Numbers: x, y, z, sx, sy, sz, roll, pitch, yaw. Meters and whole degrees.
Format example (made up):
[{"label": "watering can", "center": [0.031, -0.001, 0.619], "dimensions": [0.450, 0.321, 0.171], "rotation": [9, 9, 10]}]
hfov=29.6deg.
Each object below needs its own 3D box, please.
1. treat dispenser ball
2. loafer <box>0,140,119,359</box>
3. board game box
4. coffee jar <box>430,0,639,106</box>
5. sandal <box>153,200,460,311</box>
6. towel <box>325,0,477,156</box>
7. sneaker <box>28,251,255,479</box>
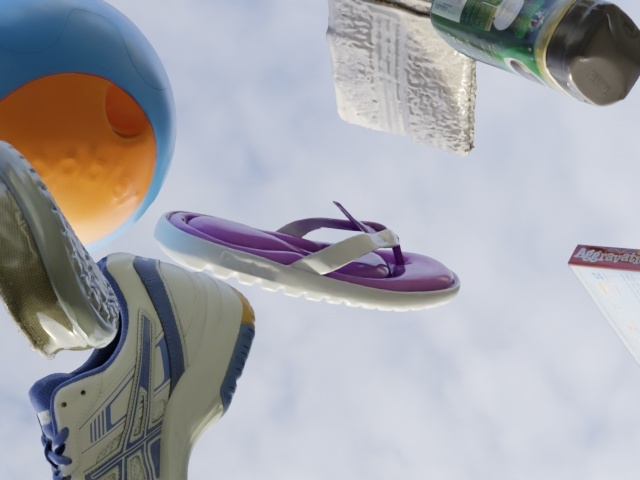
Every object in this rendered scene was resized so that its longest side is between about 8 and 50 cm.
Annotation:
[{"label": "treat dispenser ball", "center": [-0.292, -0.119, 1.239], "dimensions": [0.288, 0.288, 0.288], "rotation": [3, -96, -27]}, {"label": "loafer", "center": [-0.187, -0.009, 0.609], "dimensions": [0.087, 0.251, 0.094], "rotation": [-39, -44, -15]}, {"label": "board game box", "center": [0.346, 0.104, 1.089], "dimensions": [0.281, 0.145, 0.027], "rotation": [49, -117, -33]}, {"label": "coffee jar", "center": [0.186, -0.179, 1.038], "dimensions": [0.096, 0.184, 0.079], "rotation": [30, -88, -45]}, {"label": "sandal", "center": [0.007, 0.006, 1.473], "dimensions": [0.416, 0.169, 0.102], "rotation": [8, -71, -29]}, {"label": "towel", "center": [0.103, -0.211, 1.480], "dimensions": [0.187, 0.282, 0.049], "rotation": [20, -118, 18]}, {"label": "sneaker", "center": [-0.151, 0.151, 0.826], "dimensions": [0.131, 0.112, 0.296], "rotation": [25, -114, -23]}]
